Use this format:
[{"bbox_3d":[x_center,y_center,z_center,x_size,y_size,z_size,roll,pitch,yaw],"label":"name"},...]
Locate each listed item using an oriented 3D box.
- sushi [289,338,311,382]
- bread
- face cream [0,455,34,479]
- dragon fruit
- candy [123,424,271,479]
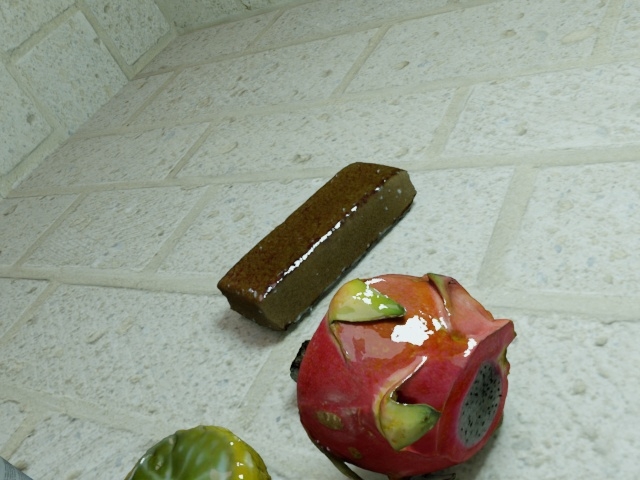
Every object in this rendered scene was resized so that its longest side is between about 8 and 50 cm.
[{"bbox_3d":[0.025,0.205,1.037,0.150,0.090,0.078,4,50,37],"label":"sushi"},{"bbox_3d":[0.000,0.000,1.297,0.416,0.113,0.165,-43,38,-21],"label":"bread"},{"bbox_3d":[-0.553,0.455,1.076,0.177,0.153,0.177,-20,36,15],"label":"face cream"},{"bbox_3d":[0.130,0.185,0.839,0.290,0.290,0.189,-44,41,-20],"label":"dragon fruit"},{"bbox_3d":[-0.190,0.392,0.938,0.260,0.118,0.259,-23,36,18],"label":"candy"}]
